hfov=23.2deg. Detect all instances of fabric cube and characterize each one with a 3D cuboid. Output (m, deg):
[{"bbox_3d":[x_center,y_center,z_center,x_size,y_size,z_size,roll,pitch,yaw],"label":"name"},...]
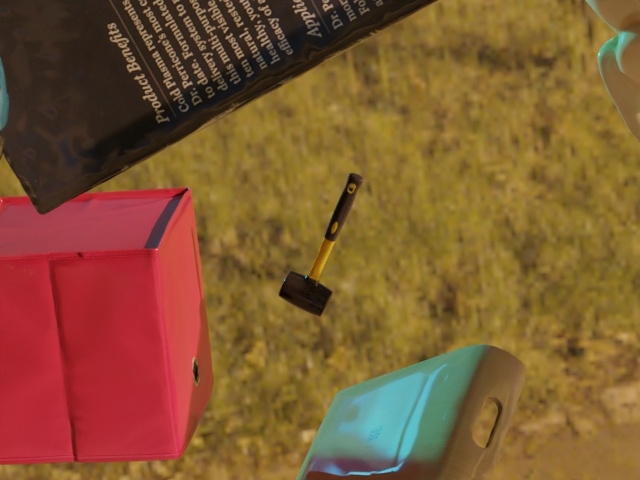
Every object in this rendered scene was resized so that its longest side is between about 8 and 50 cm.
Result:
[{"bbox_3d":[-0.279,0.097,1.872,0.259,0.258,0.254,-2,17,6],"label":"fabric cube"}]

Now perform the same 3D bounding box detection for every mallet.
[{"bbox_3d":[0.000,0.000,1.851,0.062,0.189,0.039,19,25,8],"label":"mallet"}]

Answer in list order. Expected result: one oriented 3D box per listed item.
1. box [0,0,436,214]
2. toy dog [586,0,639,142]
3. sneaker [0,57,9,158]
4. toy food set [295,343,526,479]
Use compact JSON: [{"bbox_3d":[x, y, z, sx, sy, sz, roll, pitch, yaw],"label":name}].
[{"bbox_3d":[-0.116,-0.300,1.626,0.472,0.297,0.480,-26,10,9],"label":"box"},{"bbox_3d":[0.516,-0.332,1.790,0.408,0.395,0.284,-11,31,53],"label":"toy dog"},{"bbox_3d":[-0.295,0.022,1.041,0.140,0.341,0.125,4,-15,-2],"label":"sneaker"},{"bbox_3d":[0.092,0.254,1.820,0.306,0.092,0.220,-24,26,40],"label":"toy food set"}]
